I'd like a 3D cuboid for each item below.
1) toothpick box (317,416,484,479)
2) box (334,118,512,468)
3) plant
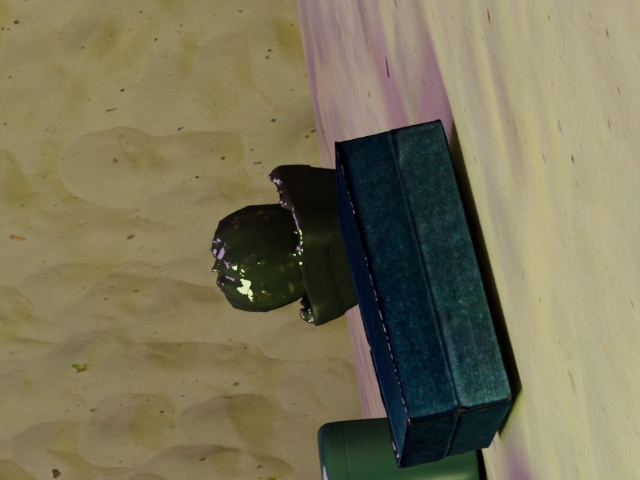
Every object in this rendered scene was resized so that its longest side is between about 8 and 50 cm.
[{"bbox_3d":[0.092,0.258,2.110,0.120,0.184,0.120,172,90,-90],"label":"toothpick box"},{"bbox_3d":[0.097,0.060,1.794,0.261,0.116,0.279,92,166,-74],"label":"box"},{"bbox_3d":[0.000,0.000,2.089,0.142,0.256,0.164,-118,18,-58],"label":"plant"}]
